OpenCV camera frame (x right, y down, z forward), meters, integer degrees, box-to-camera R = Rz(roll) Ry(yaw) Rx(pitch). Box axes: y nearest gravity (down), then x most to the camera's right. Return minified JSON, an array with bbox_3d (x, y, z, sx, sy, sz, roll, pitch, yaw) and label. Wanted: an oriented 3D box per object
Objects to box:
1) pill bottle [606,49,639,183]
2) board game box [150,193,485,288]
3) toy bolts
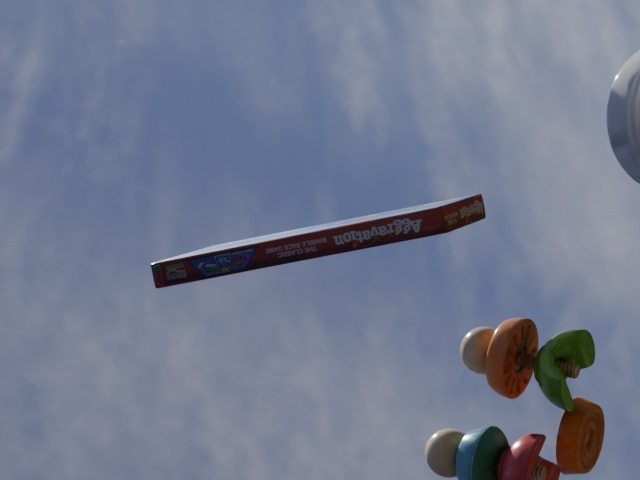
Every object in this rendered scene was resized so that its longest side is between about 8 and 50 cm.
[{"bbox_3d":[0.365,-0.101,1.260,0.162,0.278,0.162,-2,-87,-28],"label":"pill bottle"},{"bbox_3d":[0.000,0.000,1.458,0.145,0.281,0.027,-21,-81,-69],"label":"board game box"},{"bbox_3d":[0.235,0.231,1.960,0.228,0.158,0.218,-58,-38,-33],"label":"toy bolts"}]
